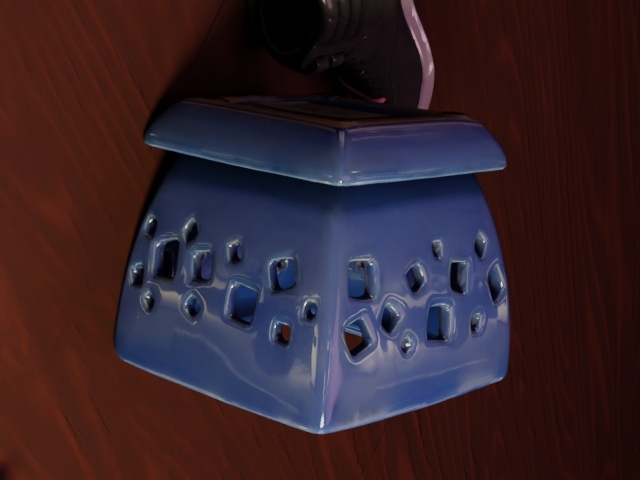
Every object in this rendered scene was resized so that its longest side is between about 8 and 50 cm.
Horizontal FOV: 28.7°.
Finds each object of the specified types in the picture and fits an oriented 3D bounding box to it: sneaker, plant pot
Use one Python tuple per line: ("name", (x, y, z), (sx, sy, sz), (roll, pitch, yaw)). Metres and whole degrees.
("sneaker", (0.013, -0.168, 1.071), (0.147, 0.104, 0.296), (-44, 147, -26))
("plant pot", (0.000, 0.000, 0.963), (0.236, 0.236, 0.212), (-10, 108, -47))
